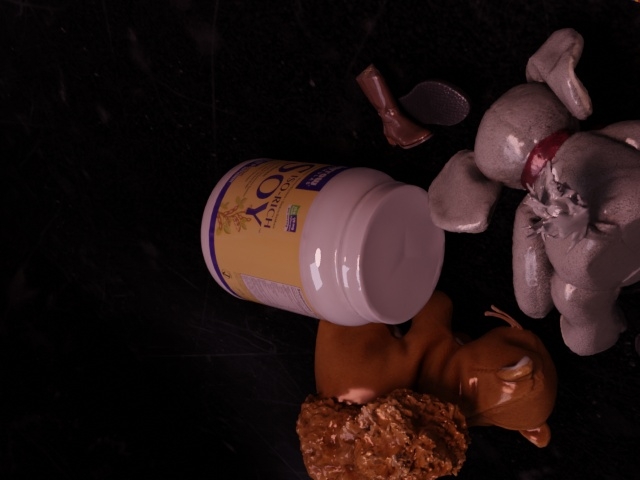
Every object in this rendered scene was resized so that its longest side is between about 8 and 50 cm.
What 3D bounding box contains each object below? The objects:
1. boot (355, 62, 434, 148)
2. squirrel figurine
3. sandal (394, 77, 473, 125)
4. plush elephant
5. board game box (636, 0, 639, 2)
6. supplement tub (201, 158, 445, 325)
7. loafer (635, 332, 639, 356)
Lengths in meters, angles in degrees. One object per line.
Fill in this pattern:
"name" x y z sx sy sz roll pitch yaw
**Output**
"boot" 0.096 -0.180 1.102 0.106 0.037 0.114 12 132 61
"squirrel figurine" 0.172 0.260 1.315 0.370 0.397 0.281 5 127 28
"sandal" 0.145 -0.184 1.094 0.067 0.040 0.179 55 162 -14
"plush elephant" 0.273 -0.066 0.915 0.330 0.255 0.272 23 122 -41
"board game box" 0.351 -0.280 0.694 0.194 0.060 0.194 26 148 25
"supplement tub" 0.000 0.000 1.297 0.331 0.241 0.241 9 138 42
"loafer" 0.528 0.182 1.115 0.223 0.076 0.078 30 -174 6
